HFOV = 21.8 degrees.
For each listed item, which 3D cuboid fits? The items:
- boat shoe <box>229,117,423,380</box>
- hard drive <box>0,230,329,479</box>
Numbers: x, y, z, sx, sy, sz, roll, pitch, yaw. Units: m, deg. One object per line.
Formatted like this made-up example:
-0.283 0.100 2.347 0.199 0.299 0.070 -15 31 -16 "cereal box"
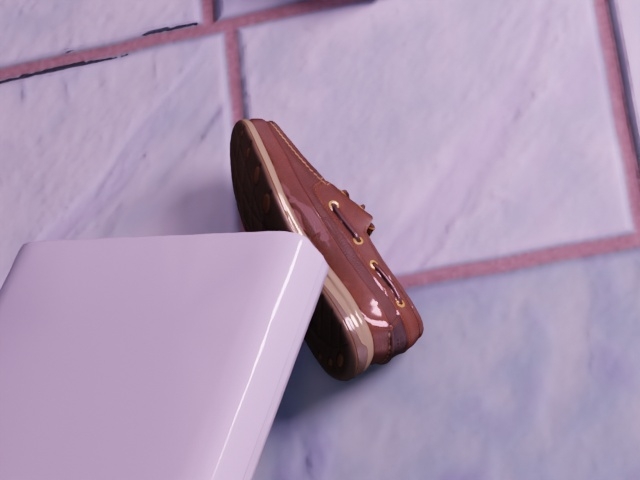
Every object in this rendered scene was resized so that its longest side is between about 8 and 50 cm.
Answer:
0.000 0.000 0.982 0.060 0.064 0.178 -17 61 -25 "boat shoe"
-0.130 0.135 0.832 0.203 0.040 0.307 -2 54 36 "hard drive"
